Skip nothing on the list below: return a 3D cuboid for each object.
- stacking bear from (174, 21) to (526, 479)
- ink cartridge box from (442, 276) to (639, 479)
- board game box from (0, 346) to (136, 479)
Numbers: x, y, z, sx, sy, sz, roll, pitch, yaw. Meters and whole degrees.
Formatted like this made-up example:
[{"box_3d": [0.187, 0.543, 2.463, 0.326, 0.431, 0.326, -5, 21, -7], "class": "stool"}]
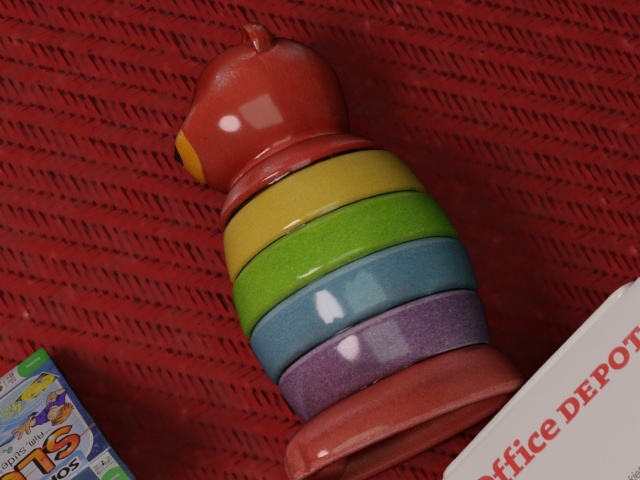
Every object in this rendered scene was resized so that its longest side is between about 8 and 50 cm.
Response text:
[{"box_3d": [0.000, 0.000, 0.954, 0.164, 0.175, 0.289, -24, 75, -5], "class": "stacking bear"}, {"box_3d": [0.233, 0.182, 0.867, 0.198, 0.114, 0.273, -50, 61, 24], "class": "ink cartridge box"}, {"box_3d": [-0.227, 0.168, 0.920, 0.201, 0.136, 0.035, -38, 126, -10], "class": "board game box"}]
